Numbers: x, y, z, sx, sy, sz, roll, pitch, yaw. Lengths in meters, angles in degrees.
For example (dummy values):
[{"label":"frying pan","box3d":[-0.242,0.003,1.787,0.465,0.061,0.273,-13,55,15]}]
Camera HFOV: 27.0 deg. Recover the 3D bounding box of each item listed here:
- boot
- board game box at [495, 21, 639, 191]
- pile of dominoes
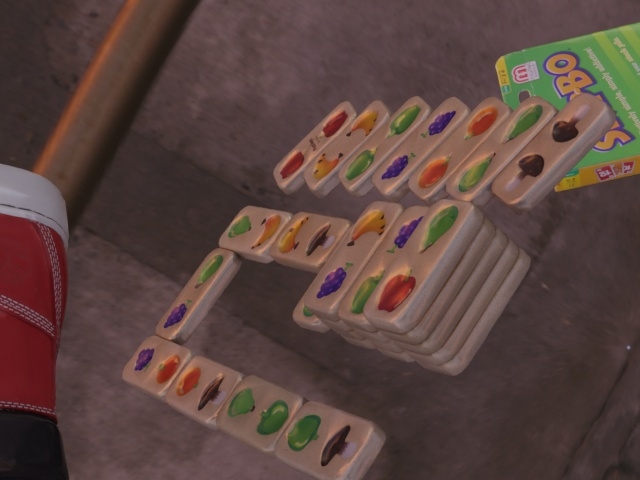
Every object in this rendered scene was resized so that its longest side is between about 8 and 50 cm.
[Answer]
[{"label":"boot","box3d":[-0.216,0.039,0.526,0.088,0.244,0.176,-46,41,46]},{"label":"board game box","box3d":[0.271,-0.117,1.018,0.259,0.039,0.124,-11,57,6]},{"label":"pile of dominoes","box3d":[0.000,0.000,0.616,0.040,0.251,0.196,41,75,-27]}]
